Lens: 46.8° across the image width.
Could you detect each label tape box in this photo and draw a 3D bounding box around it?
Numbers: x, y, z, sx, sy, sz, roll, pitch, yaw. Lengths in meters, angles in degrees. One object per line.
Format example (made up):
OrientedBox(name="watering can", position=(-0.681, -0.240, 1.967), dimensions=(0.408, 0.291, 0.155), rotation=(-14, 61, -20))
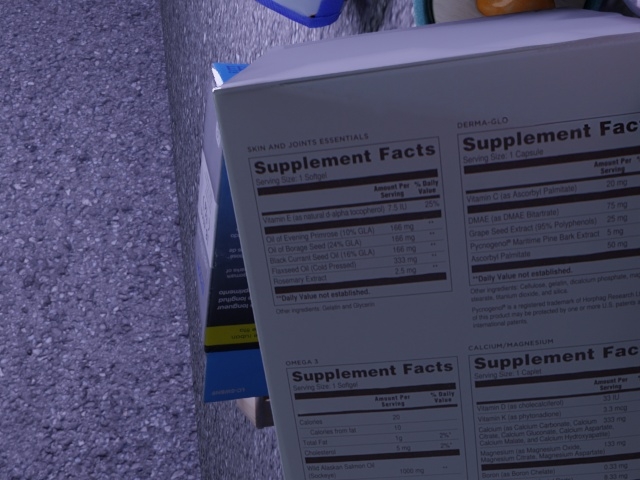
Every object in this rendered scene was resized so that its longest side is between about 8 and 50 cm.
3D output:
OrientedBox(name="label tape box", position=(0.000, 0.000, 0.737), dimensions=(0.106, 0.240, 0.334), rotation=(-114, 29, -48))

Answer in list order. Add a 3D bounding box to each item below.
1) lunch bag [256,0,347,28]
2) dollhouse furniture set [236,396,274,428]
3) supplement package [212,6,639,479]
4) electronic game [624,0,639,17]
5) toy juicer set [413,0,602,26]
OrientedBox(name="lunch bag", position=(-0.050, -0.494, 0.869), dimensions=(0.385, 0.239, 0.328), rotation=(59, 149, 25))
OrientedBox(name="dollhouse furniture set", position=(-0.019, 0.097, 0.932), dimensions=(0.212, 0.161, 0.242), rotation=(-178, 86, -72))
OrientedBox(name="supplement package", position=(0.074, 0.016, 0.428), dimensions=(0.199, 0.198, 0.263), rotation=(-78, -19, -70))
OrientedBox(name="electronic game", position=(0.207, -0.195, 0.305), dimensions=(0.229, 0.048, 0.229), rotation=(-160, 90, -74))
OrientedBox(name="toy juicer set", position=(0.091, -0.174, 0.497), dimensions=(0.089, 0.209, 0.329), rotation=(-103, 21, -54))
